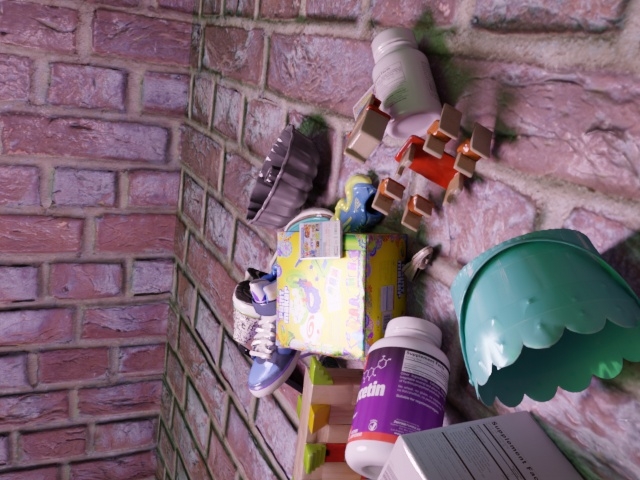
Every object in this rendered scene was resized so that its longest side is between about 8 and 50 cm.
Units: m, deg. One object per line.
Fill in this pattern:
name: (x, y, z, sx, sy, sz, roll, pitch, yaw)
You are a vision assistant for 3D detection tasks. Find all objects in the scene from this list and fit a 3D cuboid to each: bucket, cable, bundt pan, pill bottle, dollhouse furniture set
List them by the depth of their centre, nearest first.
bucket: (0.345, 0.122, 0.968, 0.281, 0.281, 0.183, 122, 143, -45)
pill bottle: (0.169, 0.328, 1.291, 0.181, 0.182, 0.322, -47, 21, 52)
dollhouse furniture set: (0.190, -0.185, 1.296, 0.262, 0.259, 0.135, -52, 13, 48)
pill bottle: (0.187, -0.355, 1.394, 0.131, 0.131, 0.229, -42, 54, 55)
cable: (0.025, 0.406, 1.810, 0.184, 0.047, 0.150, 117, 147, -45)
bundt pan: (-0.104, -0.180, 1.880, 0.330, 0.124, 0.330, -56, 20, 34)

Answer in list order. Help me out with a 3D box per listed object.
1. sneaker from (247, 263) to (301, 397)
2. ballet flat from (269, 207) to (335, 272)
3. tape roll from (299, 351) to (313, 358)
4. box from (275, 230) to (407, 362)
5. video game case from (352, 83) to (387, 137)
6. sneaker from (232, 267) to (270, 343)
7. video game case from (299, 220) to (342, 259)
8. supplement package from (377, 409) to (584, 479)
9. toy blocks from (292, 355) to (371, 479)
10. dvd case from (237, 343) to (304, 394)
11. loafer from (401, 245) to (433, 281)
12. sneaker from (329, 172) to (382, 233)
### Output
sneaker: (-0.142, 0.215, 1.620, 0.130, 0.236, 0.322, 4, 52, 49)
ballet flat: (-0.046, -0.014, 1.855, 0.400, 0.139, 0.139, -51, 47, 52)
tape roll: (-0.073, 0.282, 1.829, 0.189, 0.189, 0.080, -55, 43, 48)
box: (0.048, 0.123, 1.518, 0.279, 0.177, 0.289, 3, 93, 39)
video game case: (0.139, -0.323, 1.606, 0.157, 0.019, 0.143, -40, 55, 56)
sneaker: (-0.203, 0.204, 1.934, 0.410, 0.158, 0.181, -41, -26, -77)
video game case: (0.000, 0.000, 1.437, 0.122, 0.011, 0.087, -3, 86, 39)
supplement package: (0.268, 0.435, 1.073, 0.175, 0.293, 0.177, 56, 137, 46)
toy blocks: (0.084, 0.458, 1.478, 0.191, 0.261, 0.381, -128, 43, -73)
dvd case: (-0.159, 0.421, 2.026, 0.022, 0.180, 0.253, -56, 27, -10)
loafer: (0.229, 0.054, 1.422, 0.039, 0.045, 0.125, 60, 150, 16)
sneaker: (0.090, -0.050, 1.623, 0.126, 0.091, 0.240, 45, 128, 52)
